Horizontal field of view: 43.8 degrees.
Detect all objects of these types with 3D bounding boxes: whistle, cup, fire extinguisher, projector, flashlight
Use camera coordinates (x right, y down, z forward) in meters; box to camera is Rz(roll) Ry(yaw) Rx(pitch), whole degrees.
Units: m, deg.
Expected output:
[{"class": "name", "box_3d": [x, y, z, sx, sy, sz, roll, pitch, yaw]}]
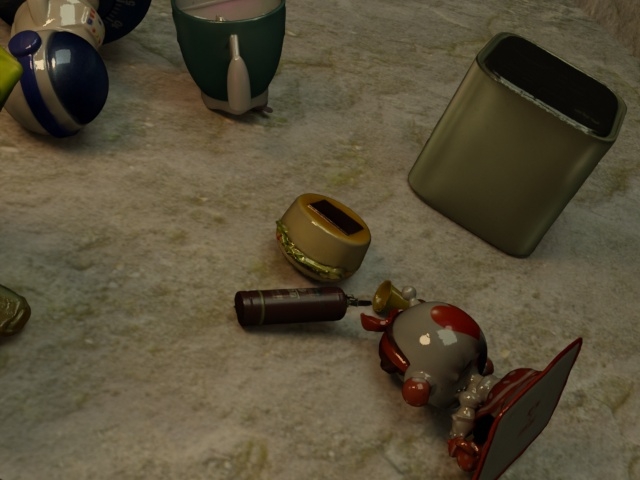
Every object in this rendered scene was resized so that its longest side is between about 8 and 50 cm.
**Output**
[{"class": "whistle", "box_3d": [0.125, 0.098, 1.047, 0.109, 0.046, 0.057, 27, 21, -12]}, {"class": "cup", "box_3d": [-0.136, -0.293, 1.215, 0.167, 0.173, 0.299, -5, 44, -7]}, {"class": "fire extinguisher", "box_3d": [-0.023, 0.078, 0.952, 0.158, 0.043, 0.064, 0, 0, -23]}, {"class": "projector", "box_3d": [0.324, -0.164, 1.320, 0.248, 0.249, 0.248, 33, 36, 7]}, {"class": "flashlight", "box_3d": [-0.107, -0.250, 1.321, 0.052, 0.031, 0.110, 12, 39, -22]}]

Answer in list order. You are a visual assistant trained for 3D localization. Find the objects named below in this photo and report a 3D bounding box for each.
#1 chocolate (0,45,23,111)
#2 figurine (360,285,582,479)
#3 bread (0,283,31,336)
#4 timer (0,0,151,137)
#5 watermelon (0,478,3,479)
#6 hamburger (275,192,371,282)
[{"class": "chocolate", "box_3d": [-0.390, -0.031, 0.650, 0.137, 0.301, 0.289, 32, 33, -20]}, {"class": "figurine", "box_3d": [0.148, 0.146, 0.931, 0.226, 0.160, 0.183, 34, 43, 30]}, {"class": "bread", "box_3d": [-0.331, 0.064, 0.787, 0.088, 0.033, 0.049, 25, 50, 1]}, {"class": "timer", "box_3d": [-0.351, -0.304, 1.082, 0.270, 0.270, 0.383, 10, 55, -25]}, {"class": "watermelon", "box_3d": [-0.265, 0.218, 0.615, 0.084, 0.072, 0.092, 12, 40, 6]}, {"class": "hamburger", "box_3d": [0.000, 0.000, 1.049, 0.126, 0.081, 0.141, 31, 24, -1]}]
